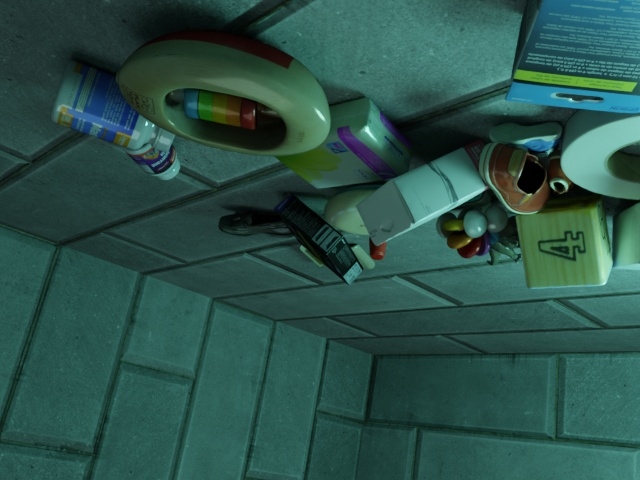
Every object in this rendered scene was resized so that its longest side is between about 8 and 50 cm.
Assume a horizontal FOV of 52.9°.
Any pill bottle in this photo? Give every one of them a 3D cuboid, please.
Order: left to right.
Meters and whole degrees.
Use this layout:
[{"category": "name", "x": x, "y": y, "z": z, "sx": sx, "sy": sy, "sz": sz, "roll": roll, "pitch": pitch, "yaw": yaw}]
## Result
[{"category": "pill bottle", "x": -0.477, "y": -0.305, "z": 1.519, "sx": 0.271, "sy": 0.152, "sz": 0.152, "roll": 19, "pitch": 159, "yaw": -21}, {"category": "pill bottle", "x": -0.457, "y": -0.242, "z": 1.751, "sx": 0.108, "sy": 0.108, "sz": 0.193, "roll": 5, "pitch": 160, "yaw": 14}]

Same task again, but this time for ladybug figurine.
[{"category": "ladybug figurine", "x": -0.193, "y": -0.312, "z": 1.328, "sx": 0.449, "sy": 0.162, "sz": 0.305, "roll": 13, "pitch": 156, "yaw": -4}]

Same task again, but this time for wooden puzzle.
[{"category": "wooden puzzle", "x": 0.065, "y": 0.067, "z": 2.455, "sx": 0.238, "sy": 0.044, "sz": 0.221, "roll": 1, "pitch": 158, "yaw": 24}]

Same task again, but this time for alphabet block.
[{"category": "alphabet block", "x": 0.628, "y": 0.001, "z": 1.649, "sx": 0.193, "sy": 0.197, "sz": 0.192, "roll": -6, "pitch": -170, "yaw": 29}]

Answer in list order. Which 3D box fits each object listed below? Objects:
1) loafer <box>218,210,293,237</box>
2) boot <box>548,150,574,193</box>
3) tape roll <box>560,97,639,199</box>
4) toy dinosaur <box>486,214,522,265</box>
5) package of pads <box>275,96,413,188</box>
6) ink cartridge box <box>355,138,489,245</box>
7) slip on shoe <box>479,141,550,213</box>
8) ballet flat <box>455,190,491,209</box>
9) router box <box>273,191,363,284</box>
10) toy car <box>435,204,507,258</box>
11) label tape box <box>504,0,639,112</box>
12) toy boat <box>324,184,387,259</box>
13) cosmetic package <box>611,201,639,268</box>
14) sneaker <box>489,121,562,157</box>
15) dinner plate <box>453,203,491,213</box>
[{"category": "loafer", "x": -0.213, "y": -0.068, "z": 2.179, "sx": 0.267, "sy": 0.096, "sz": 0.084, "roll": 4, "pitch": 141, "yaw": -2}, {"category": "boot", "x": 0.580, "y": -0.143, "z": 1.553, "sx": 0.059, "sy": 0.085, "sz": 0.158, "roll": -4, "pitch": 158, "yaw": 30}, {"category": "tape roll", "x": 0.714, "y": -0.195, "z": 1.359, "sx": 0.391, "sy": 0.072, "sz": 0.392, "roll": 10, "pitch": 161, "yaw": 3}, {"category": "toy dinosaur", "x": 0.577, "y": -0.004, "z": 1.946, "sx": 0.160, "sy": 0.121, "sz": 0.313, "roll": 29, "pitch": 166, "yaw": -10}, {"category": "package of pads", "x": 0.050, "y": -0.225, "z": 1.560, "sx": 0.296, "sy": 0.101, "sz": 0.229, "roll": -4, "pitch": 155, "yaw": 36}, {"category": "ink cartridge box", "x": 0.255, "y": -0.112, "z": 1.529, "sx": 0.283, "sy": 0.117, "sz": 0.207, "roll": -25, "pitch": 176, "yaw": -26}, {"category": "slip on shoe", "x": 0.467, "y": -0.133, "z": 1.469, "sx": 0.101, "sy": 0.123, "sz": 0.331, "roll": 15, "pitch": 175, "yaw": 37}, {"category": "ballet flat", "x": 0.368, "y": -0.107, "z": 1.779, "sx": 0.213, "sy": 0.072, "sz": 0.068, "roll": -6, "pitch": 159, "yaw": 37}, {"category": "router box", "x": 0.000, "y": 0.000, "z": 2.068, "sx": 0.243, "sy": 0.081, "sz": 0.309, "roll": 40, "pitch": 173, "yaw": 25}, {"category": "toy car", "x": 0.421, "y": -0.020, "z": 1.773, "sx": 0.181, "sy": 0.136, "sz": 0.159, "roll": -13, "pitch": -176, "yaw": -30}, {"category": "label tape box", "x": 0.452, "y": -0.342, "z": 1.020, "sx": 0.249, "sy": 0.115, "sz": 0.348, "roll": 8, "pitch": 163, "yaw": 7}, {"category": "toy boat", "x": 0.154, "y": -0.073, "z": 1.909, "sx": 0.267, "sy": 0.148, "sz": 0.318, "roll": 0, "pitch": 151, "yaw": 13}, {"category": "cosmetic package", "x": 0.852, "y": -0.009, "z": 1.540, "sx": 0.217, "sy": 0.156, "sz": 0.385, "roll": 2, "pitch": 174, "yaw": 13}, {"category": "sneaker", "x": 0.456, "y": -0.219, "z": 1.434, "sx": 0.152, "sy": 0.058, "sz": 0.085, "roll": -3, "pitch": 149, "yaw": 16}, {"category": "dinner plate", "x": 0.419, "y": -0.100, "z": 1.854, "sx": 0.141, "sy": 0.017, "sz": 0.141, "roll": 10, "pitch": 162, "yaw": 3}]
